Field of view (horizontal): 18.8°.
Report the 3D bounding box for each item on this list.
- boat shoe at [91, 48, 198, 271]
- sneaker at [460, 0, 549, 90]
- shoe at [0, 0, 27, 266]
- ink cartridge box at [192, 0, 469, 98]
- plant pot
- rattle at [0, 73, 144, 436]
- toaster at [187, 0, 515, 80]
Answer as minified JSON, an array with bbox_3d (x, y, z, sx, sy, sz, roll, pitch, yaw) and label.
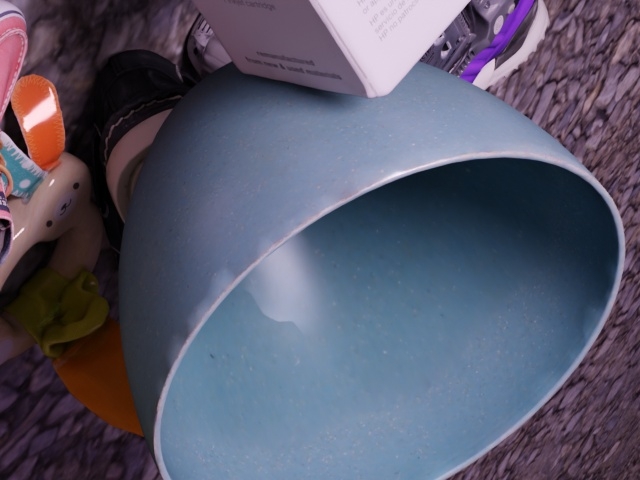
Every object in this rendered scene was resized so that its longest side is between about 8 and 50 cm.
[{"bbox_3d":[-0.082,-0.006,1.315,0.127,0.113,0.340,-31,146,-1],"label":"boat shoe"},{"bbox_3d":[0.064,-0.137,1.466,0.293,0.102,0.146,-53,152,-23],"label":"sneaker"},{"bbox_3d":[-0.196,-0.043,1.084,0.178,0.081,0.063,-60,156,4],"label":"shoe"},{"bbox_3d":[-0.013,-0.261,0.966,0.223,0.129,0.307,-49,126,-20],"label":"ink cartridge box"},{"bbox_3d":[0.000,0.000,1.116,0.290,0.195,0.290,-20,141,-17],"label":"plant pot"},{"bbox_3d":[-0.149,0.017,1.184,0.130,0.143,0.200,-14,139,-38],"label":"rattle"},{"bbox_3d":[0.015,-0.137,1.296,0.227,0.146,0.129,-56,155,-5],"label":"toaster"}]
